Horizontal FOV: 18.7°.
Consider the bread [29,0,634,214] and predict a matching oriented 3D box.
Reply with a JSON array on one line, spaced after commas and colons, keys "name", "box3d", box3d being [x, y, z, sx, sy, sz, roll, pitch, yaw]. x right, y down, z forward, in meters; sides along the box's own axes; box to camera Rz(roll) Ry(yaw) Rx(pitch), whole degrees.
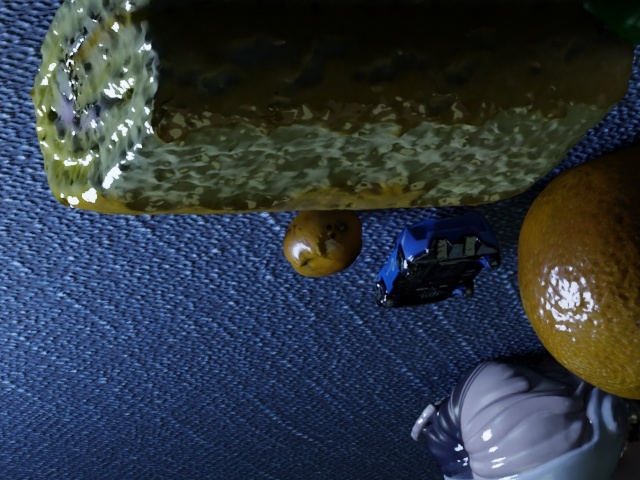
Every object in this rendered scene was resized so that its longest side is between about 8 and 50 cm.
[{"name": "bread", "box3d": [0.006, -0.111, 1.358, 0.375, 0.165, 0.236, -4, 162, -25]}]

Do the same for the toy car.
[{"name": "toy car", "box3d": [0.113, 0.020, 1.948, 0.103, 0.063, 0.216, -7, 166, -11]}]

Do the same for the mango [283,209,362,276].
[{"name": "mango", "box3d": [0.000, 0.000, 1.827, 0.077, 0.063, 0.127, -14, 167, -8]}]

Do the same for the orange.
[{"name": "orange", "box3d": [0.310, 0.025, 1.825, 0.264, 0.264, 0.264, -10, 161, -4]}]

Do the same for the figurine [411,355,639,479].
[{"name": "figurine", "box3d": [0.318, 0.254, 2.501, 0.361, 0.211, 0.253, 0, 158, -34]}]

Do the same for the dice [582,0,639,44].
[{"name": "dice", "box3d": [0.250, -0.202, 1.305, 0.128, 0.120, 0.131, 4, 157, -40]}]
